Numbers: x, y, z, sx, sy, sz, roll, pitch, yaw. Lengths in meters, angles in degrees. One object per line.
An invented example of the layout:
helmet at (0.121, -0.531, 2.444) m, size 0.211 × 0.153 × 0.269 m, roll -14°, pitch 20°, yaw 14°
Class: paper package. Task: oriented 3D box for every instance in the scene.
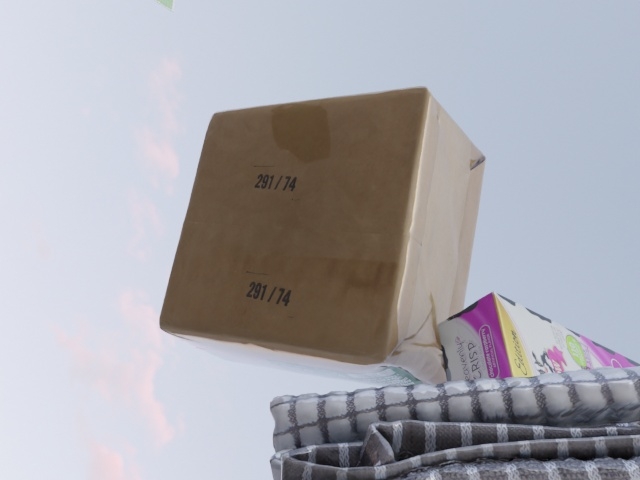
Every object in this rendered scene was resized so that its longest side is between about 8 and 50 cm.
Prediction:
paper package at (0.000, 0.000, 0.786) m, size 0.325 × 0.168 × 0.309 m, roll 1°, pitch -108°, yaw 34°

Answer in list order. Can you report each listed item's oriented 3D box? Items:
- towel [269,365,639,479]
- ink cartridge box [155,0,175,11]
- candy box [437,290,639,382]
towel at (0.097, 0.220, 0.363) m, size 0.235 × 0.121 × 0.284 m, roll -5°, pitch -75°, yaw 5°
ink cartridge box at (-0.273, -0.378, 0.772) m, size 0.056 × 0.235 × 0.171 m, roll -20°, pitch -122°, yaw 36°
candy box at (0.216, 0.159, 0.582) m, size 0.071 × 0.233 × 0.159 m, roll -40°, pitch -141°, yaw 37°
